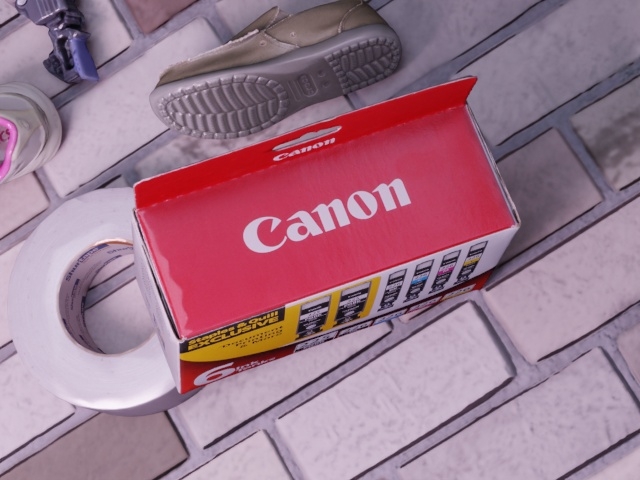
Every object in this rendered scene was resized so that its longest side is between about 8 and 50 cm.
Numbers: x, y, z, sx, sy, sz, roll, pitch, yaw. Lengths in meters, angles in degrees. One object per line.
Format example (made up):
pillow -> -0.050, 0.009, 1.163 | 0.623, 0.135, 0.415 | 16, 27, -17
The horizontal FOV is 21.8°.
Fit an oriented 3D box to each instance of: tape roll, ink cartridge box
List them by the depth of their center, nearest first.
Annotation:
ink cartridge box -> 0.000, 0.000, 1.440 | 0.309, 0.272, 0.130 | -19, 75, -9
tape roll -> -0.192, 0.061, 1.619 | 0.219, 0.072, 0.219 | -2, 80, 13

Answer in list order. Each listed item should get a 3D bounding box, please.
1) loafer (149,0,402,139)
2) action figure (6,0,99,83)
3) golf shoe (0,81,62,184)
loafer -> -0.047, -0.173, 1.631 | 0.251, 0.094, 0.087 | -15, 52, 1
action figure -> -0.363, -0.292, 1.678 | 0.330, 0.178, 0.341 | -32, 73, 15
golf shoe -> -0.405, -0.057, 1.648 | 0.306, 0.140, 0.115 | -33, 98, 6
